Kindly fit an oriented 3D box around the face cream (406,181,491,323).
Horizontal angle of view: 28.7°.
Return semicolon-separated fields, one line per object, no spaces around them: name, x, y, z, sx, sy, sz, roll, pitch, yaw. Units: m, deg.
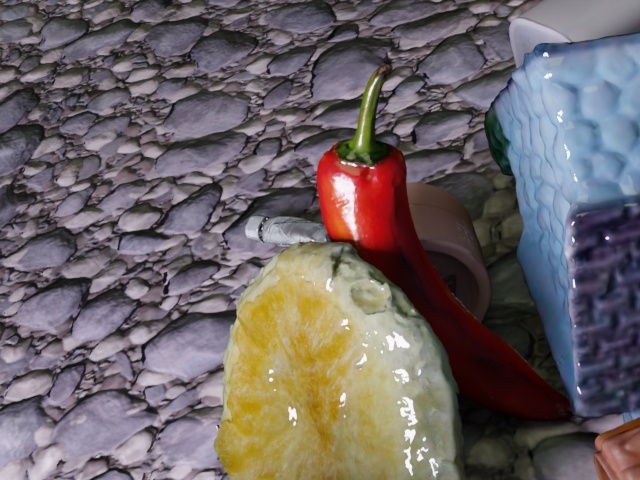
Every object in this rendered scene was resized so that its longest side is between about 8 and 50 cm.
face cream;0.089;0.030;1.253;0.149;0.149;0.104;-16;35;6

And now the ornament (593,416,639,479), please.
ornament;0.331;0.185;0.905;0.218;0.221;0.235;-23;63;3

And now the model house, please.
model house;0.360;-0.006;1.119;0.360;0.339;0.297;-9;-8;-5

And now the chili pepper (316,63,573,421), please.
chili pepper;0.092;0.025;1.128;0.137;0.368;0.092;-26;19;17

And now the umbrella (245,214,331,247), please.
umbrella;0.000;0.000;1.426;0.188;0.050;0.046;7;65;31

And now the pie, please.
pie;0.010;0.155;1.080;0.071;0.306;0.306;1;18;-42

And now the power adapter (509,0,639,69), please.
power adapter;0.305;-0.192;1.397;0.255;0.187;0.124;-34;38;-16
